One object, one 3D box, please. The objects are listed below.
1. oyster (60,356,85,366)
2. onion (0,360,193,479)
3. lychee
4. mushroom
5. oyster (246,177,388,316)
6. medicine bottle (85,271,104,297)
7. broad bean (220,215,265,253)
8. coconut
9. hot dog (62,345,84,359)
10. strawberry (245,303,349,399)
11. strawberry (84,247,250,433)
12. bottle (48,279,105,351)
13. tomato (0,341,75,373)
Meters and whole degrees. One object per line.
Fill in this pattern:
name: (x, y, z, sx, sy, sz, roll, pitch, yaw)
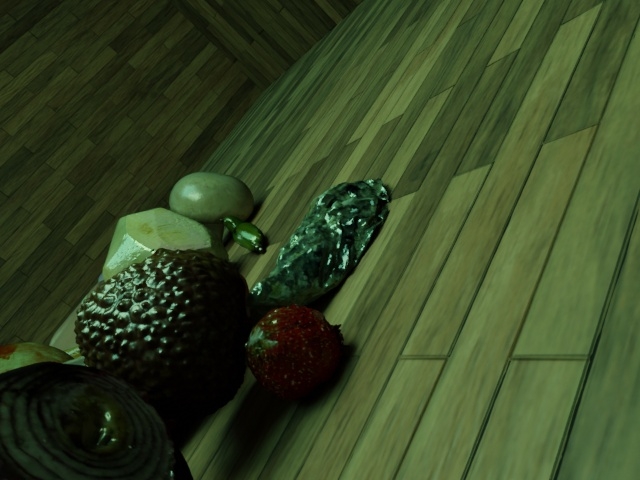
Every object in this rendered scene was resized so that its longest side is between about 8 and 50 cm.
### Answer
oyster: (-0.390, 0.275, 0.949, 0.100, 0.270, 0.275, -61, 42, 30)
onion: (-0.218, 0.261, 0.438, 0.282, 0.260, 0.336, -51, -21, -2)
lychee: (-0.157, 0.103, 0.619, 0.194, 0.194, 0.194, -42, 19, 18)
mushroom: (-0.262, -0.064, 1.368, 0.204, 0.204, 0.204, -42, 19, 18)
oyster: (0.002, 0.003, 0.775, 0.252, 0.087, 0.199, -39, 21, -6)
medicine bottle: (-0.585, 0.122, 1.739, 0.254, 0.152, 0.152, -45, 18, 12)
broad bean: (-0.150, -0.014, 1.158, 0.213, 0.070, 0.048, 27, 93, 62)
coconut: (-0.308, 0.050, 1.104, 0.237, 0.236, 0.197, -74, 8, -52)
hot dog: (-0.445, 0.228, 1.205, 0.285, 0.061, 0.088, -17, 49, 6)
strawberry: (-0.033, 0.109, 0.582, 0.106, 0.106, 0.106, -42, 19, 18)
strawberry: (-0.225, 0.175, 0.835, 0.265, 0.149, 0.336, 0, 60, 43)
bottle: (-0.546, 0.244, 1.326, 0.297, 0.206, 0.173, -46, 63, 10)
tomato: (-0.534, 0.320, 1.066, 0.270, 0.222, 0.271, 5, 96, 51)
